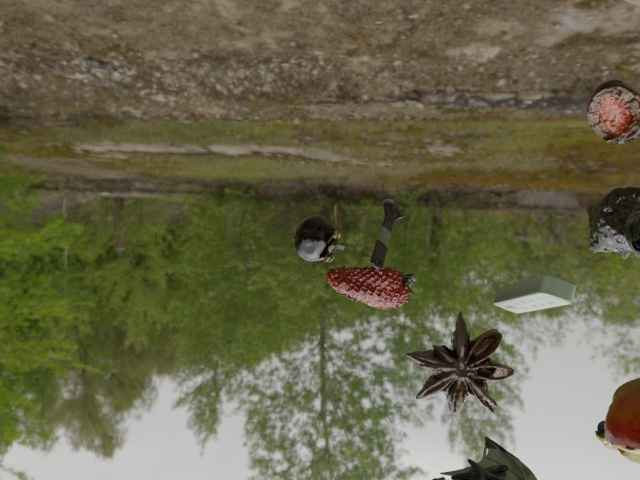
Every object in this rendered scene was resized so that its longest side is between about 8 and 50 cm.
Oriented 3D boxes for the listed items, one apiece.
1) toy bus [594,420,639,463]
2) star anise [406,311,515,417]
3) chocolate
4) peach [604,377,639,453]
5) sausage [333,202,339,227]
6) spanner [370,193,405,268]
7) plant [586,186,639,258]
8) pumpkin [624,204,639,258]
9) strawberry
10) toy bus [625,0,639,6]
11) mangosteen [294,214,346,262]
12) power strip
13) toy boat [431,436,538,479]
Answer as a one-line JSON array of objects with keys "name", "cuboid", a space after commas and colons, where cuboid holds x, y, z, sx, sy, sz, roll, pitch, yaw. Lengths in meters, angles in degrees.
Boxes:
[{"name": "toy bus", "cuboid": [1.154, 0.683, 2.128, 0.145, 0.151, 0.331, 24, 131, -22]}, {"name": "star anise", "cuboid": [0.406, 0.368, 1.761, 0.315, 0.315, 0.108, 3, 177, 13]}, {"name": "chocolate", "cuboid": [0.659, -0.294, 1.332, 0.124, 0.133, 0.127, -13, -145, 9]}, {"name": "peach", "cuboid": [1.031, 0.518, 1.713, 0.380, 0.242, 0.306, 10, 170, 35]}, {"name": "sausage", "cuboid": [0.048, -0.065, 1.816, 0.015, 0.100, 0.015, -4, -177, 0]}, {"name": "spanner", "cuboid": [0.197, -0.025, 1.765, 0.087, 0.316, 0.024, 35, 132, -14]}, {"name": "plant", "cuboid": [0.912, -0.053, 1.825, 0.188, 0.199, 0.276, -5, 166, 16]}, {"name": "pumpkin", "cuboid": [0.855, -0.042, 1.450, 0.163, 0.233, 0.233, 46, -173, 6]}, {"name": "strawberry", "cuboid": [0.155, 0.147, 1.765, 0.286, 0.106, 0.188, 5, 155, -17]}, {"name": "toy bus", "cuboid": [0.773, -0.640, 1.495, 0.182, 0.091, 0.103, 23, -148, 1]}, {"name": "mangosteen", "cuboid": [0.000, 0.000, 1.726, 0.151, 0.137, 0.137, 18, -179, 0]}, {"name": "power strip", "cuboid": [0.586, 0.156, 1.688, 0.091, 0.062, 0.385, 20, 168, 0]}, {"name": "toy boat", "cuboid": [0.279, 0.415, 1.013, 0.210, 0.070, 0.291, 11, -166, -5]}]
